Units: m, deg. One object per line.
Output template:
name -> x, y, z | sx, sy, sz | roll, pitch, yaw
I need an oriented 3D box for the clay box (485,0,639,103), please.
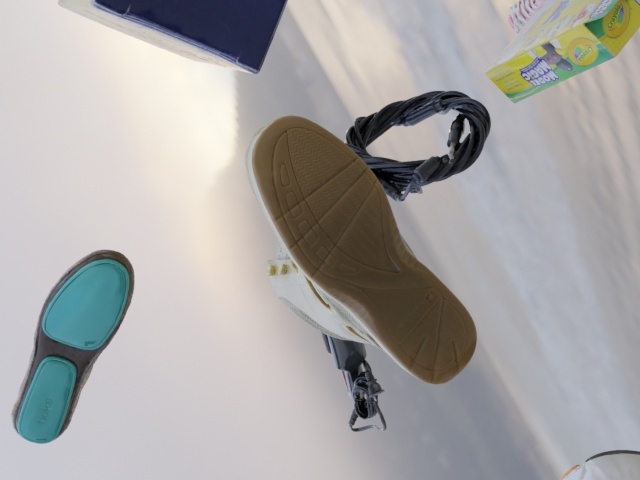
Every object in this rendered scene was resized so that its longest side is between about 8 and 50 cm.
clay box -> 0.269, -0.220, 1.707 | 0.053, 0.127, 0.222 | 45, 157, -12

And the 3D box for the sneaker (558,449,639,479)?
sneaker -> 0.313, 0.245, 1.350 | 0.099, 0.262, 0.121 | 119, 150, -52

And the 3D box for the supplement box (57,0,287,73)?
supplement box -> -0.158, -0.317, 1.912 | 0.194, 0.195, 0.356 | 21, -178, -16

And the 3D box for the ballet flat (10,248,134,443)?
ballet flat -> -0.338, 0.127, 2.283 | 0.107, 0.316, 0.106 | 25, -158, -13

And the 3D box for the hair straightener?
hair straightener -> 0.037, 0.158, 1.930 | 0.230, 0.047, 0.089 | 82, 163, -48

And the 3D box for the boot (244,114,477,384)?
boot -> 0.000, 0.000, 1.411 | 0.262, 0.095, 0.203 | 48, 168, -23

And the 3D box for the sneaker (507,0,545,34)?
sneaker -> 0.255, -0.277, 2.022 | 0.134, 0.070, 0.051 | 51, -153, -65

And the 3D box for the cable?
cable -> 0.099, -0.116, 1.849 | 0.047, 0.150, 0.184 | 56, 170, -33
